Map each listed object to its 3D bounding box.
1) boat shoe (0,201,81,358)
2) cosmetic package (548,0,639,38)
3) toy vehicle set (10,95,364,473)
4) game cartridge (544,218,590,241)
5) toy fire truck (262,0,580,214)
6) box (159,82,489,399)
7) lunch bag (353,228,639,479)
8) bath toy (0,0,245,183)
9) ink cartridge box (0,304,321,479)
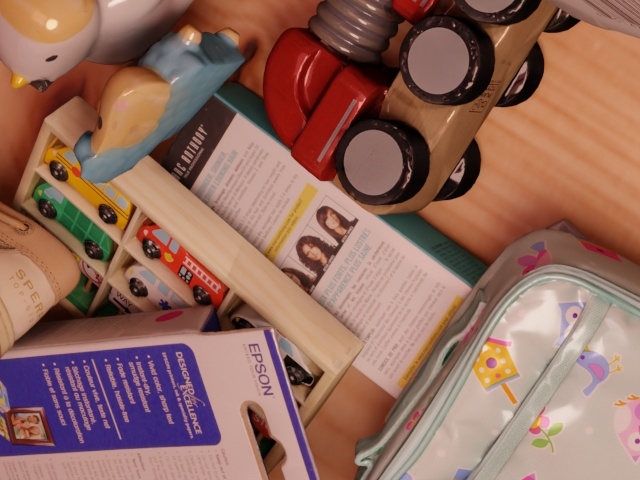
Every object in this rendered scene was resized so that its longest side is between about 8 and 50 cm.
[{"bbox_3d":[-0.313,-0.021,1.406,0.341,0.110,0.121,33,147,32],"label":"boat shoe"},{"bbox_3d":[0.253,-0.299,1.065,0.217,0.156,0.385,28,91,47],"label":"cosmetic package"},{"bbox_3d":[-0.105,0.037,1.354,0.267,0.035,0.166,40,142,8],"label":"toy vehicle set"},{"bbox_3d":[0.155,0.027,1.321,0.056,0.017,0.083,44,110,3],"label":"game cartridge"},{"bbox_3d":[0.017,-0.164,1.273,0.246,0.158,0.217,39,110,21],"label":"toy fire truck"},{"bbox_3d":[0.000,0.000,1.335,0.244,0.060,0.100,38,110,13],"label":"box"},{"bbox_3d":[0.149,0.145,1.258,0.224,0.108,0.279,27,108,-12],"label":"lunch bag"},{"bbox_3d":[-0.210,-0.202,1.306,0.129,0.151,0.348,-46,70,18],"label":"bath toy"},{"bbox_3d":[-0.144,0.143,1.351,0.371,0.069,0.175,-6,108,37],"label":"ink cartridge box"}]
